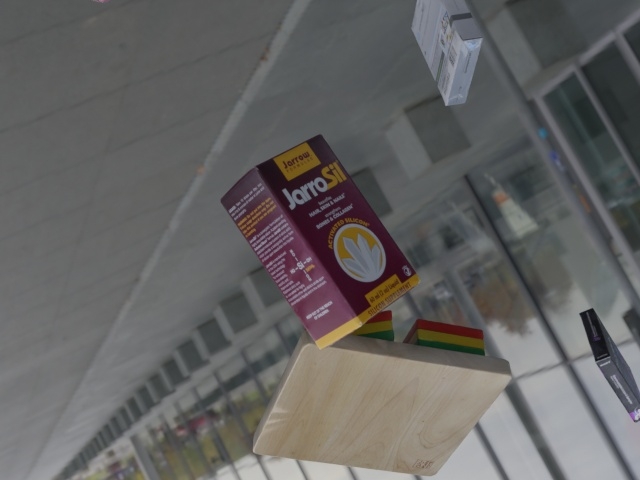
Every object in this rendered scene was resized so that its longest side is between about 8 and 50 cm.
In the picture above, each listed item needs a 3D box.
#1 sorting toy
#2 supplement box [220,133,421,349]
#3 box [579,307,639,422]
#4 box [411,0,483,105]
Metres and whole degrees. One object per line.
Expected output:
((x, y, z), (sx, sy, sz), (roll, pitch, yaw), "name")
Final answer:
((0.067, 0.185, 1.234), (0.255, 0.089, 0.257), (10, 138, -13), "sorting toy")
((0.000, 0.000, 0.998), (0.104, 0.188, 0.081), (-32, 177, -41), "supplement box")
((0.468, 0.199, 1.561), (0.029, 0.162, 0.116), (-29, -147, 19), "box")
((0.200, -0.334, 1.575), (0.038, 0.186, 0.145), (-11, 146, -13), "box")
